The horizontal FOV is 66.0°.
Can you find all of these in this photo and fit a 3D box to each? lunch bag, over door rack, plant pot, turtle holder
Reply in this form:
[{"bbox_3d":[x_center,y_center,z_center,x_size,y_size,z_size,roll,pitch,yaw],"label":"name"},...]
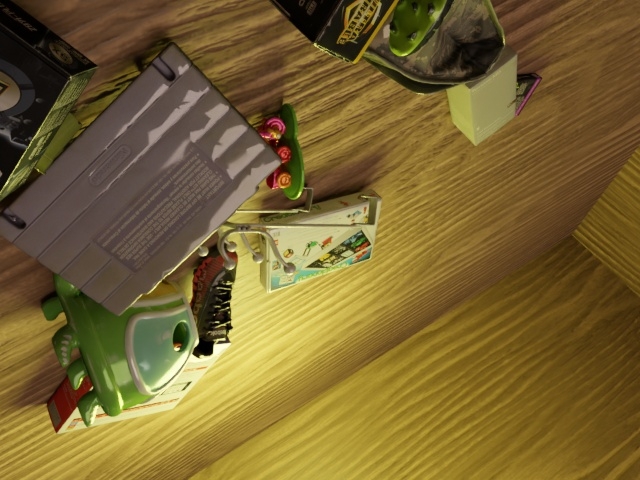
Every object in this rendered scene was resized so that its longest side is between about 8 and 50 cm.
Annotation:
[{"bbox_3d":[0.103,-0.325,0.680,0.286,0.235,0.169,2,129,-49],"label":"lunch bag"},{"bbox_3d":[-0.083,-0.020,0.922,0.324,0.239,0.108,-15,109,-34],"label":"over door rack"},{"bbox_3d":[-0.350,-0.140,0.624,0.079,0.083,0.083,-44,154,-12],"label":"plant pot"},{"bbox_3d":[-0.366,0.143,0.903,0.227,0.321,0.243,-20,180,-28],"label":"turtle holder"}]

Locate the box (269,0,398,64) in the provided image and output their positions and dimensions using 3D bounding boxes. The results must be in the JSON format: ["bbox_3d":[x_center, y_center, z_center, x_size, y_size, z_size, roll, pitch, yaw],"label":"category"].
[{"bbox_3d":[0.032,-0.386,0.484,0.079,0.257,0.322,1,133,-50],"label":"box"}]

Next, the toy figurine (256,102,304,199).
[{"bbox_3d":[-0.124,-0.144,0.853,0.159,0.130,0.173,-11,122,-24],"label":"toy figurine"}]

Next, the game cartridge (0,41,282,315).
[{"bbox_3d":[-0.254,-0.073,0.717,0.355,0.068,0.230,-42,121,5],"label":"game cartridge"}]

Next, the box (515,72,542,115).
[{"bbox_3d":[0.489,-0.372,1.275,0.162,0.029,0.116,-17,146,-35],"label":"box"}]

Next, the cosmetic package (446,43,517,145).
[{"bbox_3d":[0.360,-0.335,1.105,0.127,0.107,0.238,-37,156,7],"label":"cosmetic package"}]

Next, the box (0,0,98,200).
[{"bbox_3d":[-0.353,-0.153,0.511,0.147,0.078,0.180,37,109,-19],"label":"box"}]

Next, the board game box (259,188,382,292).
[{"bbox_3d":[0.000,0.000,1.188,0.305,0.053,0.193,-16,133,-26],"label":"board game box"}]

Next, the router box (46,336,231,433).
[{"bbox_3d":[-0.436,0.327,1.221,0.301,0.082,0.335,-48,150,20],"label":"router box"}]

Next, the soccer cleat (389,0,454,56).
[{"bbox_3d":[0.133,-0.268,0.501,0.072,0.060,0.179,1,125,-48],"label":"soccer cleat"}]

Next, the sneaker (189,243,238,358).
[{"bbox_3d":[-0.237,0.146,1.092,0.097,0.135,0.276,7,116,-49],"label":"sneaker"}]
